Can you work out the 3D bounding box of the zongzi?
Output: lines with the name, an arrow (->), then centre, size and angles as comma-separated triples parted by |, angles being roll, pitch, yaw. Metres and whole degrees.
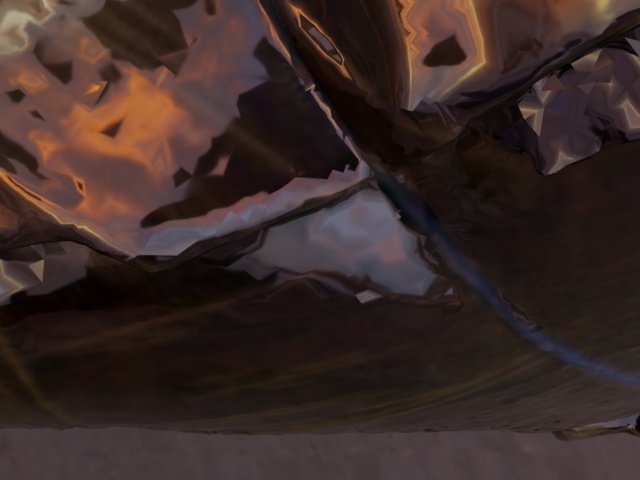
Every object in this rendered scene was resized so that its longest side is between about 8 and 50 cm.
zongzi -> 0.000, 0.000, 0.523 | 0.208, 0.432, 0.403 | 67, 8, 23
